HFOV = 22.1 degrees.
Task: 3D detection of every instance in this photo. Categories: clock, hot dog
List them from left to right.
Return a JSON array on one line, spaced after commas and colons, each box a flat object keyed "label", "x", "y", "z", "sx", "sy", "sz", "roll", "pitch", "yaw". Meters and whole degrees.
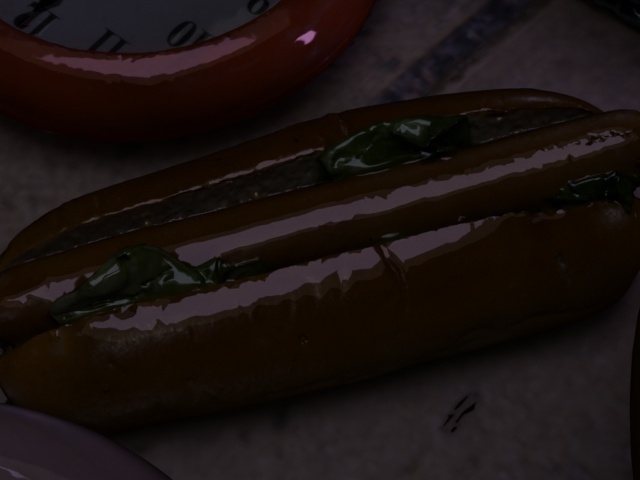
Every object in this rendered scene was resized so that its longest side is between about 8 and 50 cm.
[{"label": "clock", "x": -0.073, "y": -0.128, "z": 0.677, "sx": 0.205, "sy": 0.051, "sz": 0.205, "roll": -1, "pitch": 58, "yaw": 2}, {"label": "hot dog", "x": 0.000, "y": 0.000, "z": 0.582, "sx": 0.250, "sy": 0.068, "sz": 0.100, "roll": -15, "pitch": 59, "yaw": -5}]

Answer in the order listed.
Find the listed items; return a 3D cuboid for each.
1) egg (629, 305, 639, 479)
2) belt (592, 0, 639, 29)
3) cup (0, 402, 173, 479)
[{"label": "egg", "x": 0.210, "y": 0.074, "z": 0.415, "sx": 0.250, "sy": 0.250, "sz": 0.322, "roll": -21, "pitch": 52, "yaw": -10}, {"label": "belt", "x": 0.174, "y": -0.165, "z": 0.597, "sx": 0.257, "sy": 0.207, "sz": 0.150, "roll": 25, "pitch": 61, "yaw": 37}, {"label": "cup", "x": -0.106, "y": 0.133, "z": 0.426, "sx": 0.191, "sy": 0.200, "sz": 0.253, "roll": -35, "pitch": 62, "yaw": -18}]
